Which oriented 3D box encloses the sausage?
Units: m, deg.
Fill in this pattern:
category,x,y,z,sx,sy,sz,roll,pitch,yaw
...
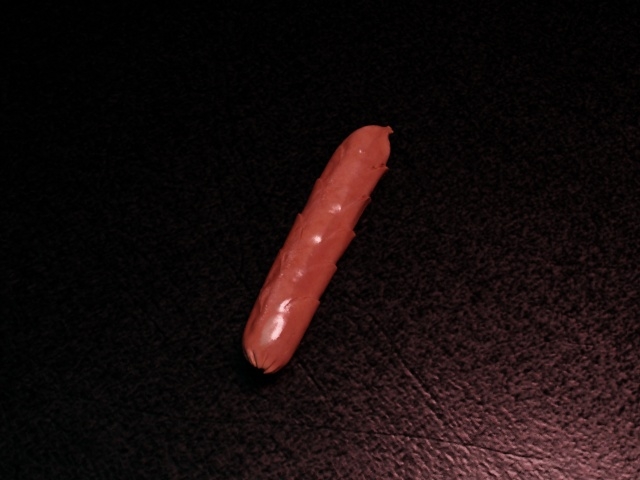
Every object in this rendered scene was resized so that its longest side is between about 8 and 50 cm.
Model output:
category,x,y,z,sx,sy,sz,roll,pitch,yaw
sausage,-0.002,-0.001,1.722,0.088,0.088,0.433,18,59,16
